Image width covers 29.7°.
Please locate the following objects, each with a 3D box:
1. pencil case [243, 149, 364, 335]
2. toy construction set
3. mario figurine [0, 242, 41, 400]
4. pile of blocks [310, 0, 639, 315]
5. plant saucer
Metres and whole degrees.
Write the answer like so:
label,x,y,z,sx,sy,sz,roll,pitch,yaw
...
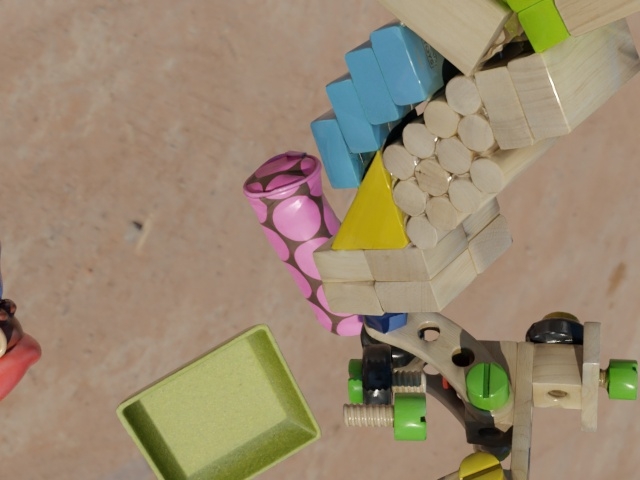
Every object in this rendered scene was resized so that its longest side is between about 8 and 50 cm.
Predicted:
label,x,y,z,sx,sy,sz,roll,pitch,yaw
pencil case,0.000,0.000,1.284,0.098,0.095,0.209,-50,129,-30
toy construction set,0.151,0.193,1.021,0.257,0.237,0.309,-81,169,-62
mario figurine,-0.447,0.054,1.453,0.198,0.170,0.321,-12,98,-70
pile of blocks,0.091,-0.101,0.627,0.112,0.149,0.362,-37,167,-42
plant saucer,-0.116,0.195,1.363,0.188,0.045,0.188,-30,125,-8
